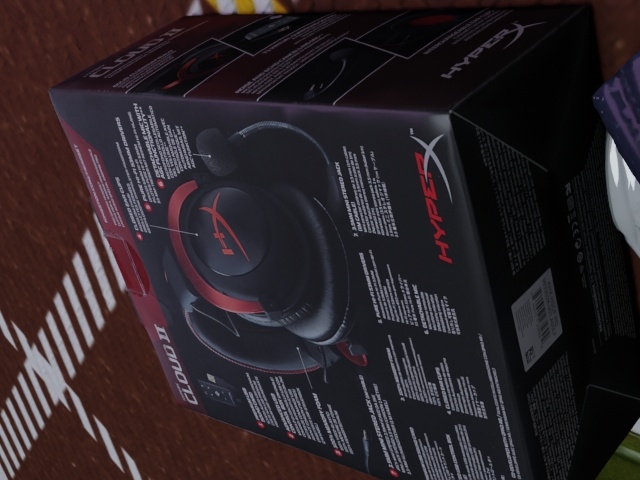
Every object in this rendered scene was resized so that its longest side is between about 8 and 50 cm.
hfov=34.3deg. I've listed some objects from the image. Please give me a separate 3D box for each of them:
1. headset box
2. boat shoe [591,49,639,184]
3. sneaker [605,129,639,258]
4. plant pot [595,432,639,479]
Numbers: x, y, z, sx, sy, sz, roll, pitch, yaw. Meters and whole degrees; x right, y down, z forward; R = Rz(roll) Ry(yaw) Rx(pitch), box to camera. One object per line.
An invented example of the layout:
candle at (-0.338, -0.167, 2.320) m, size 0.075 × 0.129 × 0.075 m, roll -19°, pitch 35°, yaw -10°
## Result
headset box at (0.000, 0.000, 0.539) m, size 0.293 × 0.110 × 0.218 m, roll 9°, pitch 127°, yaw 42°
boat shoe at (0.234, 0.014, 0.310) m, size 0.340 × 0.127 × 0.158 m, roll 53°, pitch 151°, yaw 10°
sneaker at (0.158, -0.003, 0.427) m, size 0.061 × 0.053 × 0.152 m, roll -9°, pitch 118°, yaw 33°
plant pot at (0.078, 0.339, 0.546) m, size 0.367 × 0.353 × 0.366 m, roll 28°, pitch 139°, yaw 29°
